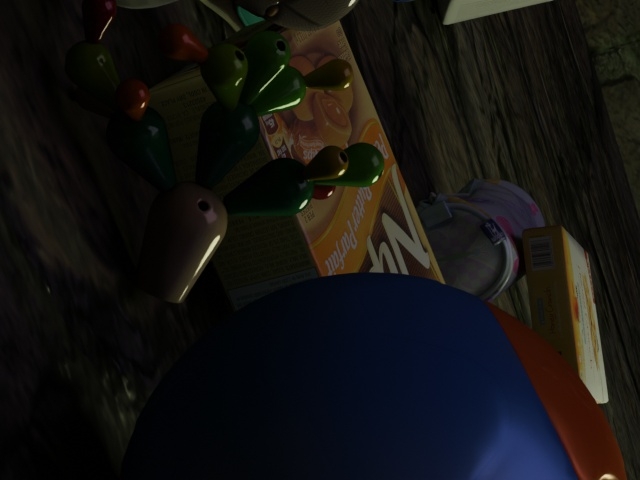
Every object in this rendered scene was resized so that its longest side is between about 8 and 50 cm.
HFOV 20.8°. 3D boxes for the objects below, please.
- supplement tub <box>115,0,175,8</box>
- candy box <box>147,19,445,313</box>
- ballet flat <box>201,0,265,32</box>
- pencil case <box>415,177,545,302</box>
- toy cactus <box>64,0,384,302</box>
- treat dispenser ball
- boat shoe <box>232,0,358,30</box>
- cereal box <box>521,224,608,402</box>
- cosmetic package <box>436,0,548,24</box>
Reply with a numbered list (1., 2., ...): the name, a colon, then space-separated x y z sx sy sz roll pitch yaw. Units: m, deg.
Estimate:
1. supplement tub: -0.133 -0.244 1.023 0.199 0.144 0.144 53 28 -52
2. candy box: 0.000 0.000 1.278 0.316 0.087 0.183 67 29 -13
3. ballet flat: -0.070 -0.217 1.350 0.248 0.086 0.086 57 25 -51
4. pencil case: 0.162 0.001 1.837 0.124 0.113 0.273 52 16 6
5. toy cactus: -0.074 -0.053 1.096 0.219 0.180 0.112 18 10 -32
6. treat dispenser ball: 0.028 0.162 0.967 0.288 0.288 0.288 -14 90 -73
7. boat shoe: -0.073 -0.287 1.179 0.324 0.123 0.116 52 31 -22
8. cereal box: 0.259 0.084 1.833 0.240 0.047 0.173 22 60 -73
9. cosmetic package: 0.212 -0.369 2.147 0.183 0.151 0.151 96 -19 -87
